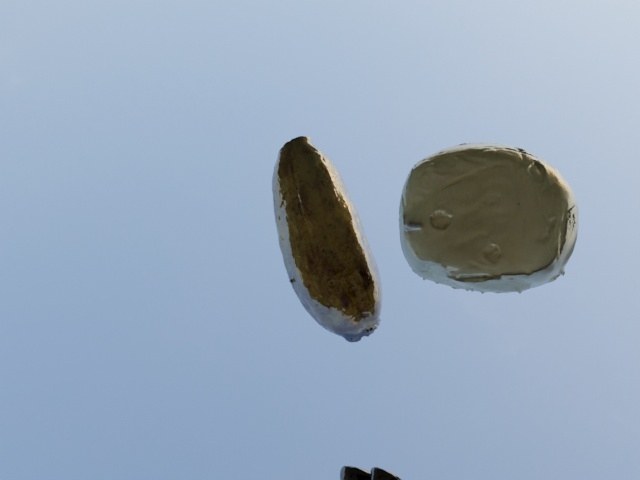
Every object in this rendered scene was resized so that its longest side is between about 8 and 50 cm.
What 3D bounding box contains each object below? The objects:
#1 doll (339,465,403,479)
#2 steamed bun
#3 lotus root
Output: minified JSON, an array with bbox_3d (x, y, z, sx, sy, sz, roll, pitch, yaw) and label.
[{"bbox_3d":[0.013,0.266,0.636,0.070,0.096,0.195,28,-115,-22],"label":"doll"},{"bbox_3d":[0.127,-0.016,0.643,0.130,0.091,0.112,2,-96,13],"label":"steamed bun"},{"bbox_3d":[0.000,0.000,1.034,0.110,0.097,0.258,-26,-104,24],"label":"lotus root"}]
